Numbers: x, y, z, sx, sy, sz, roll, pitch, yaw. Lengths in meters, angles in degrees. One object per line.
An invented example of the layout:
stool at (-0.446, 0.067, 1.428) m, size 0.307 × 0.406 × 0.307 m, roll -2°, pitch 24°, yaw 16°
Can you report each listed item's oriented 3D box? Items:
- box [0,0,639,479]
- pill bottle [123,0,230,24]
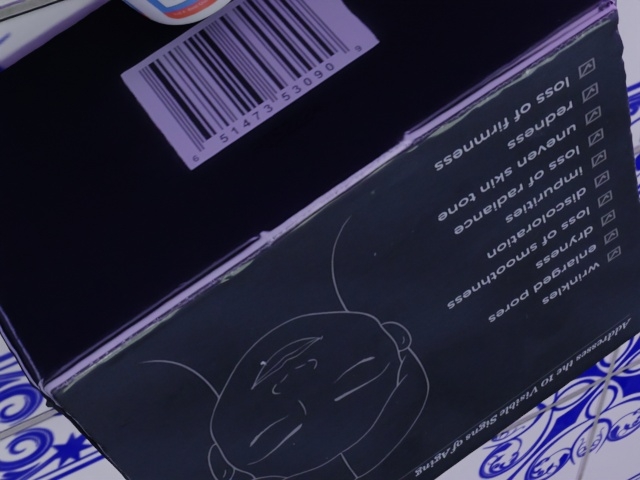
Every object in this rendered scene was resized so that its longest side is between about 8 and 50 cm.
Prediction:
box at (0.000, 0.000, 1.195) m, size 0.480 × 0.297 × 0.472 m, roll -34°, pitch 144°, yaw -6°
pill bottle at (-0.142, -0.243, 0.938) m, size 0.124 × 0.124 × 0.221 m, roll -44°, pitch 146°, yaw 9°
